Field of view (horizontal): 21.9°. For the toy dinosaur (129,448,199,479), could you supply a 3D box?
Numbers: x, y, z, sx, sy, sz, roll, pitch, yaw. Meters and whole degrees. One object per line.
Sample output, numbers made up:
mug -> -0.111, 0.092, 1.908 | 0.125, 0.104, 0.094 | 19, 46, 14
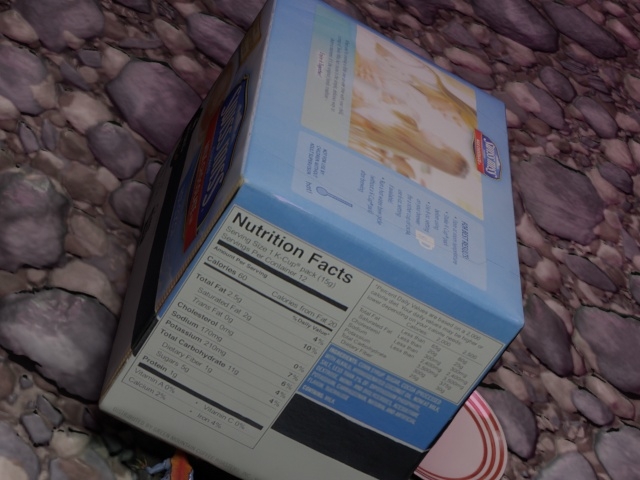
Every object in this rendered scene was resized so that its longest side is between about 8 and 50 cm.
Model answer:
toy dinosaur -> -0.098, 0.173, 1.186 | 0.047, 0.090, 0.082 | 34, 66, -29

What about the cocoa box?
cocoa box -> 0.000, 0.000, 1.276 | 0.231, 0.228, 0.347 | 27, 29, -13

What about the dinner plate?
dinner plate -> 0.096, 0.157, 1.397 | 0.141, 0.017, 0.141 | 21, 40, -19
